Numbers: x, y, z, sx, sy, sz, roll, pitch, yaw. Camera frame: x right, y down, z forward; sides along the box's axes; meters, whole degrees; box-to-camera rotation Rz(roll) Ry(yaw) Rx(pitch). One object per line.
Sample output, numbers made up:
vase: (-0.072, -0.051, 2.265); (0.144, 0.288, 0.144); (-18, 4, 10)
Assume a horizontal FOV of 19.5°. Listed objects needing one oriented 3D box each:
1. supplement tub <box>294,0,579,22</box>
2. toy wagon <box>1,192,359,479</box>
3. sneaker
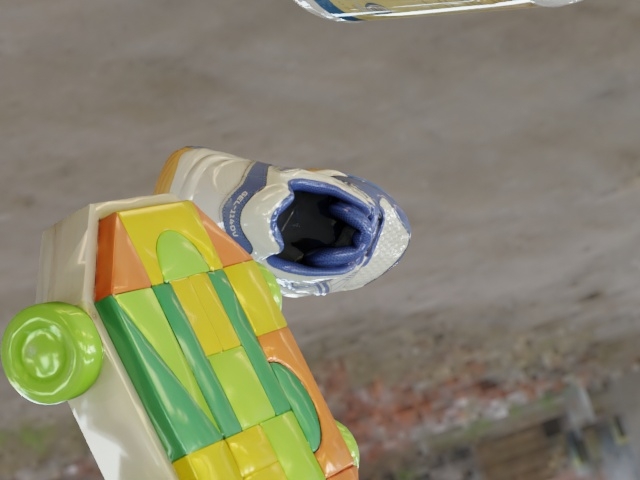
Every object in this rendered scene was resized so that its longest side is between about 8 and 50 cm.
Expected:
supplement tub: (0.077, -0.190, 0.968); (0.199, 0.144, 0.144); (1, -175, 38)
toy wagon: (-0.052, 0.135, 1.123); (0.068, 0.344, 0.267); (-29, 174, 22)
sneaker: (0.000, 0.000, 1.477); (0.131, 0.112, 0.296); (15, -175, 36)
